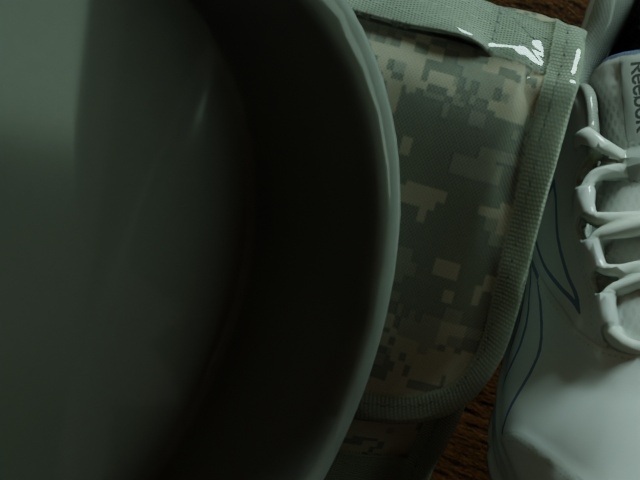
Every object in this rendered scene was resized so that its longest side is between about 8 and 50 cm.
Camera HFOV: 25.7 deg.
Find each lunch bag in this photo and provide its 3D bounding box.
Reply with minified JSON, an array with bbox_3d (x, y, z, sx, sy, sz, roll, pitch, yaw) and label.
[{"bbox_3d":[-0.042,0.001,0.571,0.287,0.235,0.169,102,5,-49],"label":"lunch bag"}]

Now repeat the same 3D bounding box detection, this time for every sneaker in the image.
[{"bbox_3d":[0.117,0.005,0.537,0.297,0.111,0.129,-86,172,-49],"label":"sneaker"}]

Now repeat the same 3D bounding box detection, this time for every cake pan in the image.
[{"bbox_3d":[-0.098,0.037,0.375,0.293,0.054,0.293,-27,132,-34],"label":"cake pan"}]
